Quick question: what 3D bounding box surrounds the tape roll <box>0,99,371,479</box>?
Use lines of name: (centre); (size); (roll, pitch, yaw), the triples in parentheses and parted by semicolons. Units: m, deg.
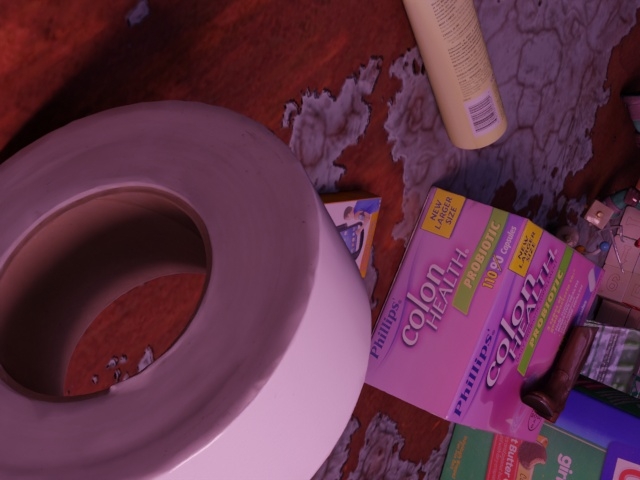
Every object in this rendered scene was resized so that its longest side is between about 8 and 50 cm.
tape roll: (-0.116, 0.054, 0.766); (0.286, 0.286, 0.100); (-55, 145, -19)

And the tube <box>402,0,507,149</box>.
tube: (0.119, -0.193, 1.168); (0.070, 0.062, 0.240); (-98, 168, -48)

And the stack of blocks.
stack of blocks: (0.450, 0.081, 1.743); (0.171, 0.087, 0.297); (24, 88, -56)

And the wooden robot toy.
wooden robot toy: (0.301, 0.027, 1.551); (0.079, 0.076, 0.173); (-81, -173, -82)

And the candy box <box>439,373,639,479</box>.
candy box: (0.300, 0.302, 1.450); (0.122, 0.317, 0.268); (2, 106, -55)

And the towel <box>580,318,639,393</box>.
towel: (0.342, 0.155, 1.634); (0.152, 0.023, 0.113); (11, 104, -25)

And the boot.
boot: (0.259, 0.133, 1.341); (0.114, 0.037, 0.106); (-60, 159, -6)

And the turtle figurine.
turtle figurine: (0.437, -0.070, 1.571); (0.175, 0.118, 0.234); (-6, 103, -10)

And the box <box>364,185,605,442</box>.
box: (0.177, 0.085, 1.341); (0.243, 0.117, 0.214); (25, 87, -56)

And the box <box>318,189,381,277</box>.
box: (0.000, 0.000, 1.128); (0.136, 0.028, 0.081); (-11, 117, -54)
